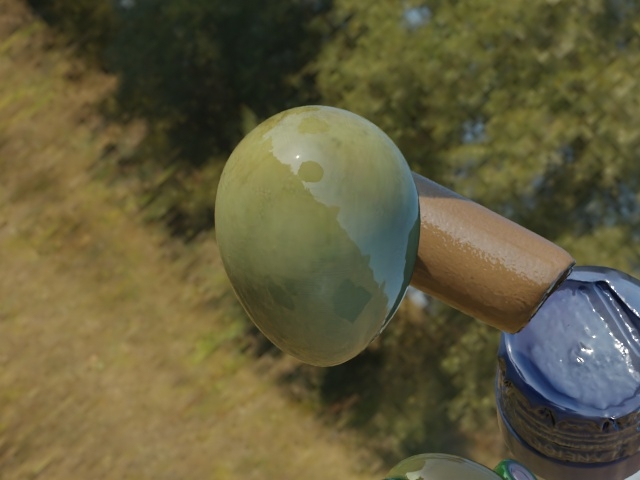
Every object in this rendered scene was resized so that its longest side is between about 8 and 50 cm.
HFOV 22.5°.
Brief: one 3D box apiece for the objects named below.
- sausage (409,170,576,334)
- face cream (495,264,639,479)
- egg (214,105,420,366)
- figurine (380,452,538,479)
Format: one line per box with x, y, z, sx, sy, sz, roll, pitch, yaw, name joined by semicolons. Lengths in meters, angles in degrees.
0.161;0.015;1.857;0.253;0.123;0.123;28;-7;16;sausage
0.364;0.187;2.226;0.249;0.249;0.225;48;-16;31;face cream
0.000;0.000;1.716;0.218;0.218;0.295;-133;-149;-59;egg
0.186;0.341;1.597;0.324;0.124;0.222;46;21;14;figurine
